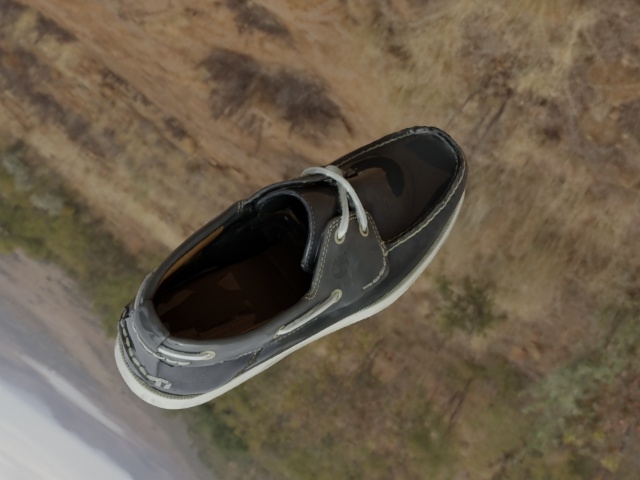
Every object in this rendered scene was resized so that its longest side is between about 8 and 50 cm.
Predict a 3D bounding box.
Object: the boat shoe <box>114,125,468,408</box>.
[{"bbox_3d":[0.000,0.000,0.459,0.084,0.233,0.079,47,150,18],"label":"boat shoe"}]
